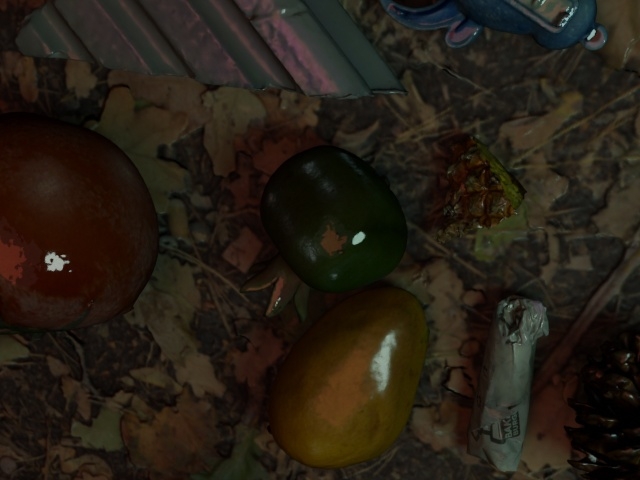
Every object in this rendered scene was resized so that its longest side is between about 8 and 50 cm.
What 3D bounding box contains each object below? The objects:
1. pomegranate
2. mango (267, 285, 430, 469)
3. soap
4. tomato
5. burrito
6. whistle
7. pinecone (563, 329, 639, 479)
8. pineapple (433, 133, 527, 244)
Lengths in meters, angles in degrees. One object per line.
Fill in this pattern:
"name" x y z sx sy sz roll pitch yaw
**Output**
"pomegranate" 0.000 0.000 1.038 0.152 0.131 0.191 53 127 28
"mango" 0.037 0.149 1.080 0.147 0.109 0.227 39 106 9
"soap" -0.110 -0.182 1.008 0.258 0.159 0.302 -39 87 23
"tomato" -0.309 -0.016 1.087 0.265 0.265 0.265 6 108 20
"burrito" 0.193 0.150 1.045 0.064 0.064 0.203 15 111 17
"whistle" 0.150 -0.256 0.930 0.269 0.093 0.180 40 110 13
"pinecone" 0.308 0.170 0.957 0.174 0.173 0.173 6 108 20
"pineapple" 0.155 -0.039 1.009 0.114 0.077 0.114 -52 49 36
